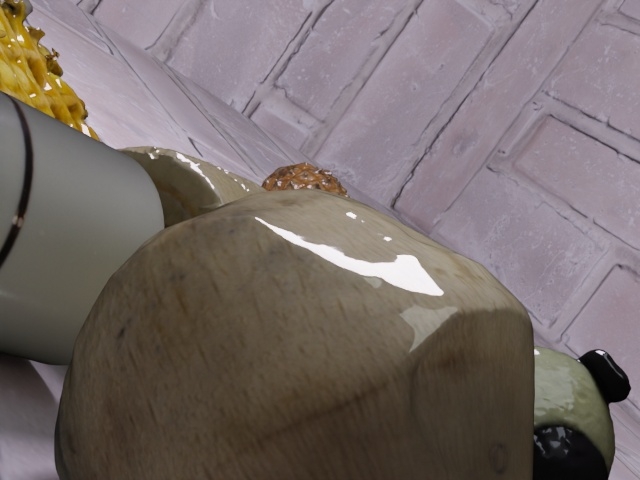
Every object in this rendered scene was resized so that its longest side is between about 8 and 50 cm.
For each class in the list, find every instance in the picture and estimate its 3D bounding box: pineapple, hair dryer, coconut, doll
[{"bbox_3d":[0.001,-0.001,1.310,0.128,0.128,0.248,31,13,-30],"label":"pineapple"},{"bbox_3d":[-0.258,-0.078,0.615,0.362,0.128,0.203,41,9,38],"label":"hair dryer"},{"bbox_3d":[-0.003,0.084,0.487,0.224,0.224,0.224,35,8,-5],"label":"coconut"},{"bbox_3d":[0.062,0.126,0.655,0.234,0.135,0.143,1,1,4],"label":"doll"}]

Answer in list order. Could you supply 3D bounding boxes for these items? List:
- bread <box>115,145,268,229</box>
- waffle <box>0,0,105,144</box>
[{"bbox_3d":[-0.092,0.016,0.700,0.148,0.134,0.141,4,-5,20],"label":"bread"},{"bbox_3d":[-0.205,-0.080,0.839,0.262,0.060,0.280,59,5,-48],"label":"waffle"}]
